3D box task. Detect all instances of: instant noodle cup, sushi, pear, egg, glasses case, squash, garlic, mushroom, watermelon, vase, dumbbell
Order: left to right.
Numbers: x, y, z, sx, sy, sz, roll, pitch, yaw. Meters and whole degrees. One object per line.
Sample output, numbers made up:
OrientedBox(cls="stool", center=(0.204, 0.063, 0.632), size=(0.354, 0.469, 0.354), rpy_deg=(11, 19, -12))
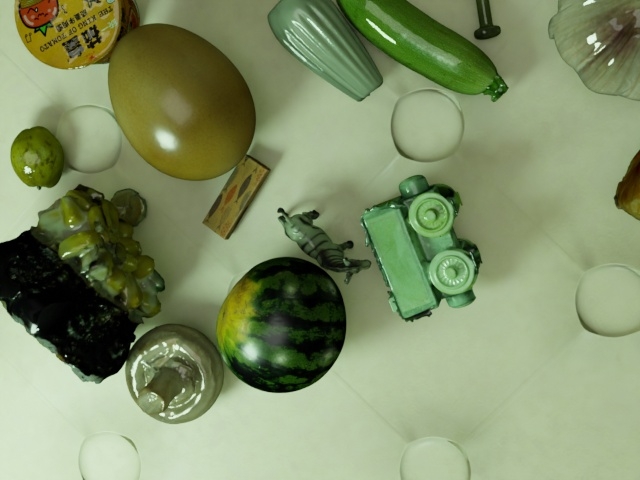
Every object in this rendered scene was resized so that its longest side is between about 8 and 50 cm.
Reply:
OrientedBox(cls="pear", center=(-0.586, -0.170, 1.766), size=(0.107, 0.107, 0.131), rpy_deg=(-4, 88, 9))
OrientedBox(cls="instant noodle cup", center=(-0.464, -0.439, 1.683), size=(0.215, 0.172, 0.216), rpy_deg=(1, 97, 9))
OrientedBox(cls="sushi", center=(-0.460, 0.085, 1.681), size=(0.285, 0.328, 0.329), rpy_deg=(-45, 128, -15))
OrientedBox(cls="mushroom", center=(-0.305, 0.279, 1.715), size=(0.207, 0.215, 0.207), rpy_deg=(3, 104, 10))
OrientedBox(cls="egg", center=(-0.267, -0.265, 1.629), size=(0.250, 0.250, 0.322), rpy_deg=(-36, 95, 11))
OrientedBox(cls="glasses case", center=(-0.169, -0.088, 1.742), size=(0.064, 0.041, 0.170), rpy_deg=(35, 101, 15))
OrientedBox(cls="watermelon", center=(-0.073, 0.163, 1.638), size=(0.269, 0.269, 0.269), rpy_deg=(1, 96, 9))
OrientedBox(cls="vase", center=(0.016, -0.375, 1.644), size=(0.128, 0.128, 0.248), rpy_deg=(-43, 98, 11))
OrientedBox(cls="squash", center=(0.182, -0.382, 1.620), size=(0.395, 0.107, 0.107), rpy_deg=(34, 100, 0))
OrientedBox(cls="dumbbell", center=(0.311, -0.444, 1.626), size=(0.052, 0.046, 0.118), rpy_deg=(-10, 95, 4))
OrientedBox(cls="garlic", center=(0.575, -0.396, 1.511), size=(0.322, 0.241, 0.322), rpy_deg=(9, 116, 19))

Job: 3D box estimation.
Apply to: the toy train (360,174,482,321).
OrientedBox(cls="toy train", center=(0.198, 0.013, 1.641), size=(0.188, 0.159, 0.272), rpy_deg=(-21, 95, 16))

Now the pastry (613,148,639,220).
OrientedBox(cls="pastry", center=(0.625, -0.126, 1.545), size=(0.100, 0.218, 0.229), rpy_deg=(28, 135, 2))

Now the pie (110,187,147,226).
OrientedBox(cls="pie", center=(-0.404, -0.069, 1.790), size=(0.084, 0.020, 0.084), rpy_deg=(1, 94, 9))

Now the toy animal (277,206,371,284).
OrientedBox(cls="toy animal", center=(-0.003, 0.005, 1.656), size=(0.217, 0.176, 0.073), rpy_deg=(36, 99, 5))
